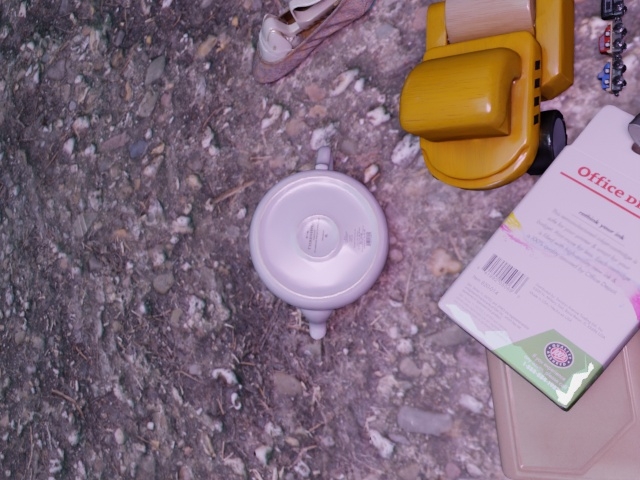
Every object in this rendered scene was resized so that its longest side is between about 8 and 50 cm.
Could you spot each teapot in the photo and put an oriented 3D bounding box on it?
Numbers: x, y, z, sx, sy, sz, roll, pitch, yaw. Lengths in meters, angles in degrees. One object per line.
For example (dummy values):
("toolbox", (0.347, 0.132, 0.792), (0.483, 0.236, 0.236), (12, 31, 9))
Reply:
("teapot", (0.000, 0.000, 1.048), (0.256, 0.187, 0.252), (-42, 83, -2))

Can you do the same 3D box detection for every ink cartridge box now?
("ink cartridge box", (0.351, 0.022, 0.793), (0.207, 0.119, 0.353), (40, 91, 30))

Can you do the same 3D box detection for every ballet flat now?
("ballet flat", (-0.043, -0.412, 1.136), (0.316, 0.106, 0.108), (-30, 71, 31))

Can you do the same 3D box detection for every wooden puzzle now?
("wooden puzzle", (0.360, 0.234, 0.861), (0.238, 0.044, 0.221), (-11, 82, 39))

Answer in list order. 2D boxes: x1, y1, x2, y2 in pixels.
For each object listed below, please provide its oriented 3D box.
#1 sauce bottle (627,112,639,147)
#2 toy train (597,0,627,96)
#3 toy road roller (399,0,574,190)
("sauce bottle", (0.512, -0.233, 0.686), (0.344, 0.111, 0.111), (-46, 62, 8))
("toy train", (0.414, -0.283, 0.853), (0.036, 0.027, 0.158), (0, 87, 39))
("toy road roller", (0.229, -0.236, 0.851), (0.202, 0.240, 0.330), (1, 88, 35))
